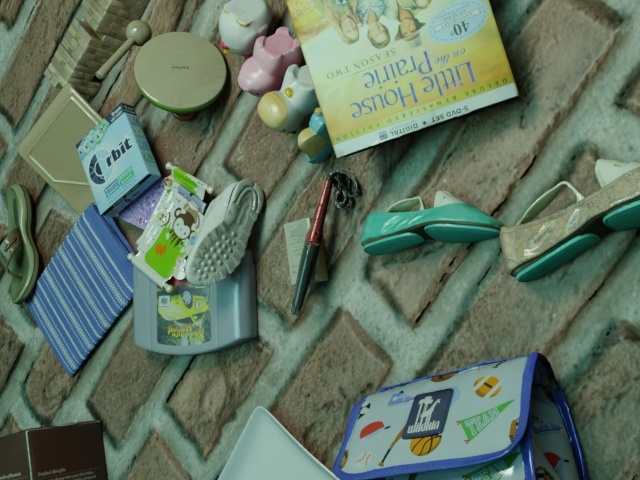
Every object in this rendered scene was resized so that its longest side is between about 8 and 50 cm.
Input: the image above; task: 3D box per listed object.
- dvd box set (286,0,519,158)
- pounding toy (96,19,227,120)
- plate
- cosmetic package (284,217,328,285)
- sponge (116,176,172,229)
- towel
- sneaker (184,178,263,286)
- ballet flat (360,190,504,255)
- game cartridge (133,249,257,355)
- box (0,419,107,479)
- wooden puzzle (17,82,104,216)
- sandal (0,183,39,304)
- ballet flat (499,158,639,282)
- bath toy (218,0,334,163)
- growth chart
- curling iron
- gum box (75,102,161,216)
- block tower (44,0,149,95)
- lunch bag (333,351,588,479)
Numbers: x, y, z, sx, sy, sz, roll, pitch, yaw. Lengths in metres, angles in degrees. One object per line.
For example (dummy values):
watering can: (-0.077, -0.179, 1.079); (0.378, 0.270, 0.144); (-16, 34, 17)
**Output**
dvd box set: (0.104, -0.375, 1.255); (0.308, 0.062, 0.420); (-17, 92, 16)
pounding toy: (-0.310, -0.329, 1.622); (0.237, 0.110, 0.183); (23, 65, 0)
plate: (-0.071, 0.483, 1.417); (0.278, 0.045, 0.277); (36, 106, 32)
cosmetic package: (-0.026, 0.021, 1.435); (0.060, 0.041, 0.115); (-13, 78, 32)
sponge: (-0.370, -0.086, 1.679); (0.210, 0.031, 0.117); (22, 98, 28)
towel: (-0.529, 0.109, 1.787); (0.336, 0.040, 0.243); (-49, 65, 23)
sneaker: (-0.192, -0.011, 1.493); (0.095, 0.090, 0.235); (-3, 48, 44)
ballet flat: (0.174, -0.036, 1.280); (0.247, 0.083, 0.087); (-9, 66, 32)
game cartridge: (-0.256, 0.128, 1.571); (0.294, 0.060, 0.196); (-8, 85, 31)
box: (-0.551, 0.582, 1.656); (0.143, 0.191, 0.381); (-17, 75, 33)
wooden puzzle: (-0.545, -0.198, 1.788); (0.238, 0.044, 0.221); (48, 114, 2)
sandal: (-0.740, 0.010, 1.898); (0.120, 0.086, 0.303); (-30, 66, 43)
ballet flat: (0.386, -0.050, 1.119); (0.316, 0.107, 0.106); (-29, 62, 28)
bath toy: (-0.082, -0.303, 1.465); (0.151, 0.129, 0.348); (-28, 64, -18)
growth chart: (-0.294, -0.026, 1.583); (0.172, 0.021, 0.237); (23, 88, 35)
curling iron: (0.000, 0.000, 1.383); (0.068, 0.035, 0.274); (18, 80, 22)
gum box: (-0.427, -0.169, 1.669); (0.157, 0.041, 0.184); (-36, 67, 25)
block tower: (-0.491, -0.480, 1.784); (0.091, 0.097, 0.335); (47, 113, 29)
lunch bag: (0.201, 0.373, 1.132); (0.328, 0.239, 0.385); (-20, 58, 33)
